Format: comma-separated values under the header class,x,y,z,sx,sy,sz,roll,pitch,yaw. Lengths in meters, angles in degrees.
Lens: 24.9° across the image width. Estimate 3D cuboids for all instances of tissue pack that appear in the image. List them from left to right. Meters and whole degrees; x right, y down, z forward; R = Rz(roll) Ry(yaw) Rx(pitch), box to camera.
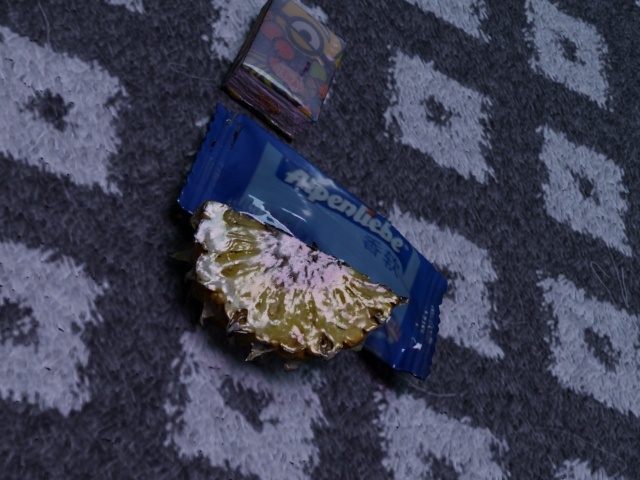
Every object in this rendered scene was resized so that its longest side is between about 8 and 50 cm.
class,x,y,z,sx,sy,sz,roll,pitch,yaw
tissue pack,-0.038,-0.199,1.640,0.108,0.060,0.148,36,44,-14

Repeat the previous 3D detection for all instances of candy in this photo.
class,x,y,z,sx,sy,sz,roll,pitch,yaw
candy,0.000,0.000,1.528,0.331,0.077,0.187,39,37,-14

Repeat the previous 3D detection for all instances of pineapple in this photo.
class,x,y,z,sx,sy,sz,roll,pitch,yaw
pineapple,-0.042,0.066,1.414,0.233,0.079,0.135,24,73,-7
